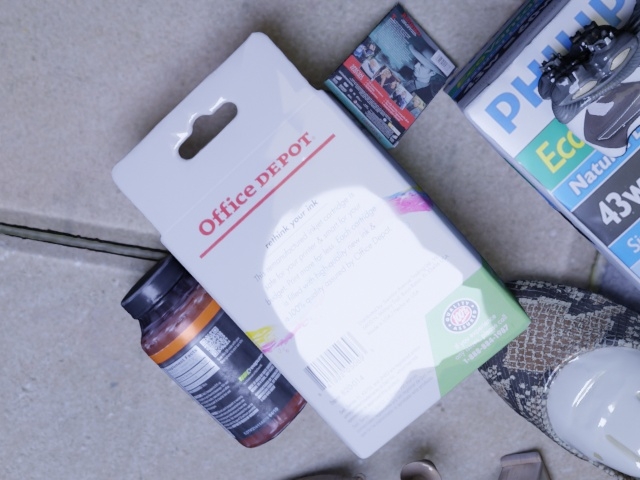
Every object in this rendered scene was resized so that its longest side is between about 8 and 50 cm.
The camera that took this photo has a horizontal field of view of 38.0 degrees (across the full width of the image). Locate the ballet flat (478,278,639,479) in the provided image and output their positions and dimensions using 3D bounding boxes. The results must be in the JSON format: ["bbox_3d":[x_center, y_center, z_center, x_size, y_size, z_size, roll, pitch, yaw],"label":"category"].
[{"bbox_3d":[0.362,0.205,0.917,0.483,0.182,0.164,34,104,-9],"label":"ballet flat"}]

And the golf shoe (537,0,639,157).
[{"bbox_3d":[0.253,-0.139,0.649,0.198,0.077,0.094,-37,107,18],"label":"golf shoe"}]

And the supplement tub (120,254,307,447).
[{"bbox_3d":[-0.105,0.107,0.930,0.106,0.106,0.198,-41,101,10],"label":"supplement tub"}]

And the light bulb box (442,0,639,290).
[{"bbox_3d":[0.357,-0.126,0.791,0.361,0.225,0.358,42,102,-6],"label":"light bulb box"}]

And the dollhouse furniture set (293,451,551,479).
[{"bbox_3d":[0.086,0.366,1.030,0.356,0.174,0.303,-16,107,29],"label":"dollhouse furniture set"}]

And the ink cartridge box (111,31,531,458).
[{"bbox_3d":[0.000,0.000,0.878,0.207,0.119,0.353,-41,92,10],"label":"ink cartridge box"}]

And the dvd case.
[{"bbox_3d":[0.068,-0.154,0.868,0.087,0.013,0.119,44,64,-11],"label":"dvd case"}]
